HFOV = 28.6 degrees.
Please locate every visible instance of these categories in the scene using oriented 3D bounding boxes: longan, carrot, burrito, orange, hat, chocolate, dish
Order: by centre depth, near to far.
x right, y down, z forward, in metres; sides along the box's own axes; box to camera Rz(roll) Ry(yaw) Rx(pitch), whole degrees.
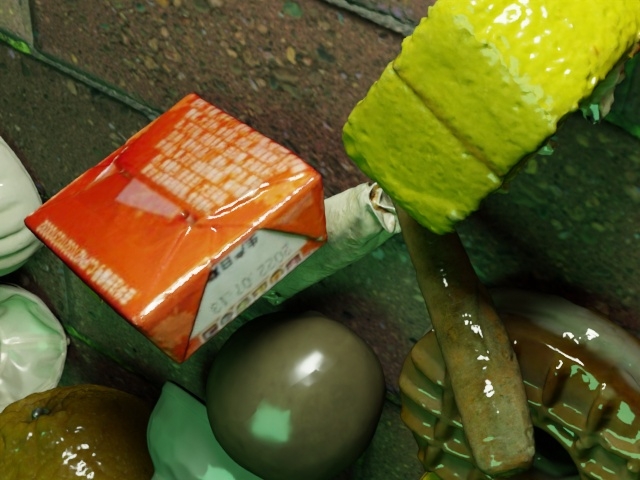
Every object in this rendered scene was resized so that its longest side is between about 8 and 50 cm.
[{"bbox_3d":[0.123,0.049,1.146,0.070,0.070,0.342,-46,55,53],"label":"carrot"},{"bbox_3d":[-0.140,-0.014,1.269,0.237,0.235,0.108,34,157,41],"label":"chocolate"},{"bbox_3d":[0.000,0.000,1.325,0.082,0.059,0.275,45,144,-11],"label":"burrito"},{"bbox_3d":[-0.028,0.175,1.403,0.220,0.196,0.196,-8,118,43],"label":"longan"},{"bbox_3d":[-0.120,0.308,1.590,0.303,0.120,0.303,38,168,10],"label":"dish"},{"bbox_3d":[-0.327,0.370,1.761,0.322,0.322,0.357,5,130,41],"label":"orange"},{"bbox_3d":[-0.505,0.154,1.861,0.226,0.164,0.219,8,102,38],"label":"hat"}]

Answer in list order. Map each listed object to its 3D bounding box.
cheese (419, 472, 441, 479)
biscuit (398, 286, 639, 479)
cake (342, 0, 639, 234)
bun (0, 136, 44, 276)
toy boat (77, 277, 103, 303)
[{"bbox_3d":[0.152,0.307,1.460,0.093,0.126,0.171,39,163,11],"label":"cheese"},{"bbox_3d":[0.227,0.192,1.249,0.332,0.103,0.332,26,138,26],"label":"biscuit"},{"bbox_3d":[0.136,-0.129,0.977,0.156,0.179,0.260,46,146,1],"label":"cake"},{"bbox_3d":[-0.511,-0.040,1.678,0.263,0.175,0.263,27,138,26],"label":"bun"},{"bbox_3d":[-0.260,0.000,1.562,0.088,0.068,0.226,29,140,12],"label":"toy boat"}]
